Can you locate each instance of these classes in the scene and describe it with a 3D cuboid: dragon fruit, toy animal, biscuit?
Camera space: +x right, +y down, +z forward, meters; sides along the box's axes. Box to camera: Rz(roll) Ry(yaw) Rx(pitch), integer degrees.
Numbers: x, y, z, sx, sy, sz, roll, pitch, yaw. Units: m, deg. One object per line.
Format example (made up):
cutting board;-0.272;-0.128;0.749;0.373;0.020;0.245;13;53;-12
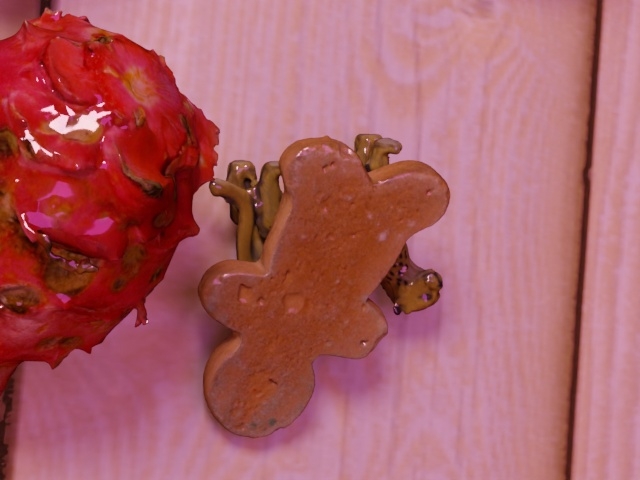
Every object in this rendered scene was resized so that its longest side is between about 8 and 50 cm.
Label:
dragon fruit;-0.186;-0.017;1.062;0.210;0.205;0.268;27;113;0
toy animal;0.000;0.000;1.233;0.181;0.073;0.136;-13;102;-33
biscuit;-0.013;0.037;1.192;0.153;0.030;0.234;16;109;-27
